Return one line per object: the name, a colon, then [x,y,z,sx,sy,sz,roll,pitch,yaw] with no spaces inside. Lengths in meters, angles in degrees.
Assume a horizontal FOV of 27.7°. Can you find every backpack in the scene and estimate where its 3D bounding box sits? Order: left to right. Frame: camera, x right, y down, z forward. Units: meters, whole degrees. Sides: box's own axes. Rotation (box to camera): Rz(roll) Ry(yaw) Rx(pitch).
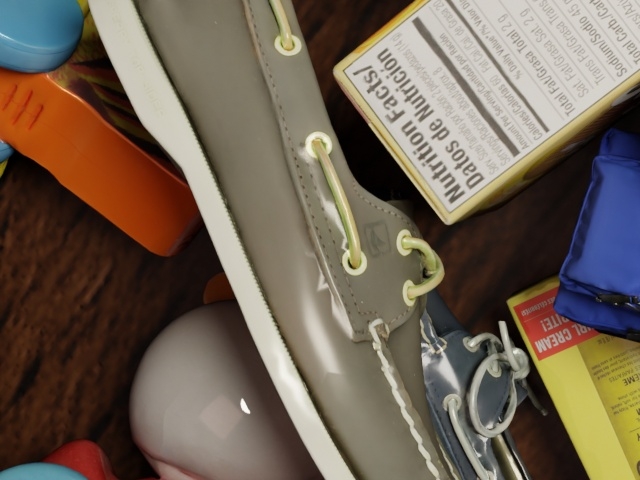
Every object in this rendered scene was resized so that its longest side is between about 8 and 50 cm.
backpack: [0.170,0.011,0.562,0.120,0.101,0.098,18,99,25]

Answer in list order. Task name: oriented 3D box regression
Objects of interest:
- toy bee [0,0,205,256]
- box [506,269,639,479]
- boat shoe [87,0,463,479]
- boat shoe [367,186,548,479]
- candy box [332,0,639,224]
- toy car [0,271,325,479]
toy bee: [-0.163,-0.129,0.686,0.195,0.162,0.298,-25,119,30]
box: [0.181,0.115,0.650,0.087,0.058,0.232,-25,86,13]
boat shoe: [0.000,0.000,0.575,0.091,0.109,0.305,-27,84,0]
boat shoe: [0.073,0.089,0.658,0.079,0.095,0.255,-17,87,15]
candy box: [0.168,-0.136,0.573,0.316,0.183,0.087,-39,83,14]
toy car: [-0.036,0.121,0.665,0.210,0.219,0.238,26,71,11]
